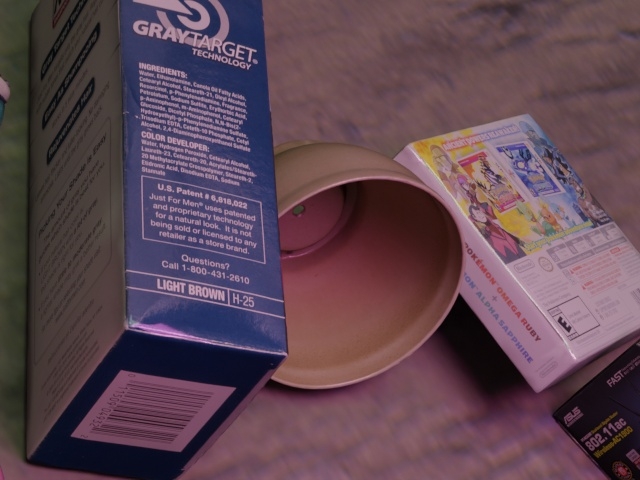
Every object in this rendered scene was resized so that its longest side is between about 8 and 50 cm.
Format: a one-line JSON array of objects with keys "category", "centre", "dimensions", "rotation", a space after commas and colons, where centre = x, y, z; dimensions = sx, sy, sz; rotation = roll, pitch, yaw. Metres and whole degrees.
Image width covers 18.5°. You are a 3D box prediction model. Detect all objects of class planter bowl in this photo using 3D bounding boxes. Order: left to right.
[{"category": "planter bowl", "centre": [0.000, 0.000, 1.284], "dimensions": [0.162, 0.162, 0.109], "rotation": [5, 31, -28]}]

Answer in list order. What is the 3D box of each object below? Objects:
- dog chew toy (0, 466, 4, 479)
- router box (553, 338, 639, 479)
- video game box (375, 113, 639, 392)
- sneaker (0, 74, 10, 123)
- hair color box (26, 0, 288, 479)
[{"category": "dog chew toy", "centre": [-0.247, 0.204, 0.963], "dimensions": [0.206, 0.206, 0.332], "rotation": [27, 42, -12]}, {"category": "router box", "centre": [0.227, 0.120, 1.341], "dimensions": [0.092, 0.122, 0.038], "rotation": [48, 53, 7]}, {"category": "video game box", "centre": [0.149, 0.003, 1.387], "dimensions": [0.187, 0.048, 0.205], "rotation": [55, 29, 11]}, {"category": "sneaker", "centre": [-0.325, -0.075, 1.190], "dimensions": [0.275, 0.107, 0.110], "rotation": [-1, 79, -25]}, {"category": "hair color box", "centre": [-0.108, -0.045, 1.225], "dimensions": [0.105, 0.174, 0.347], "rotation": [11, 54, -24]}]
